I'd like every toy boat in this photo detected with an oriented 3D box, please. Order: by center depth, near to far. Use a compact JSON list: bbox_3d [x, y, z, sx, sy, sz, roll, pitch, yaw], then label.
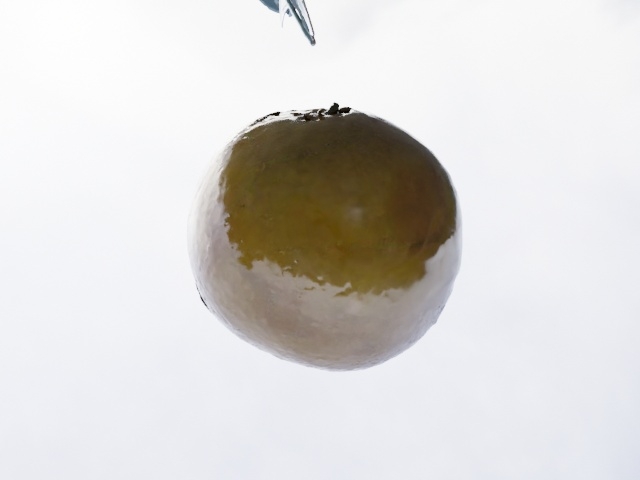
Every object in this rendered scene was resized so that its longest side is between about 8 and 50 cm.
[{"bbox_3d":[-0.035,-0.168,0.690,0.034,0.105,0.149,-20,-159,2],"label":"toy boat"}]

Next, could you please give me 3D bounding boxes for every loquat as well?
[{"bbox_3d":[0.000,0.000,1.125,0.263,0.263,0.263,18,-143,-14],"label":"loquat"}]
